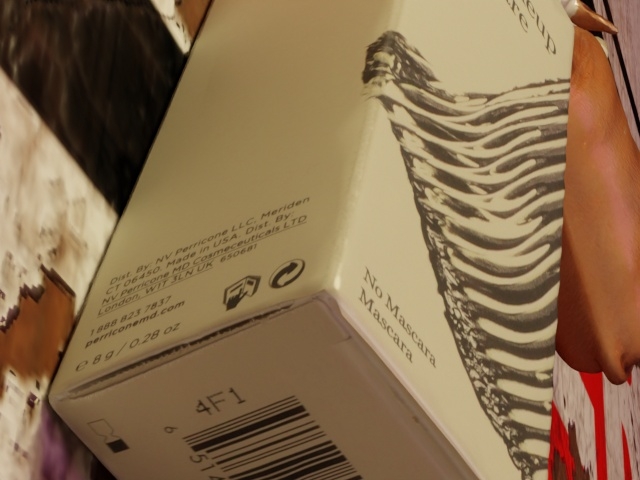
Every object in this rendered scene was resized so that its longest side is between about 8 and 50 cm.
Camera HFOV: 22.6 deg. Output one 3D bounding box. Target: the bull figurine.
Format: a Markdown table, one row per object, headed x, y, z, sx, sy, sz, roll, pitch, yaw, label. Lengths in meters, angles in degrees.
| x | y | z | sx | sy | sz | roll | pitch | yaw | label |
| --- | --- | --- | --- | --- | --- | --- | --- | --- | --- |
| 0.157 | -0.065 | 1.033 | 0.188 | 0.101 | 0.310 | -54 | 134 | -69 | bull figurine |

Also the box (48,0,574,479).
| x | y | z | sx | sy | sz | roll | pitch | yaw | label |
| --- | --- | --- | --- | --- | --- | --- | --- | --- | --- |
| 0.015 | -0.020 | 0.519 | 0.113 | 0.094 | 0.275 | 52 | 31 | -28 | box |
